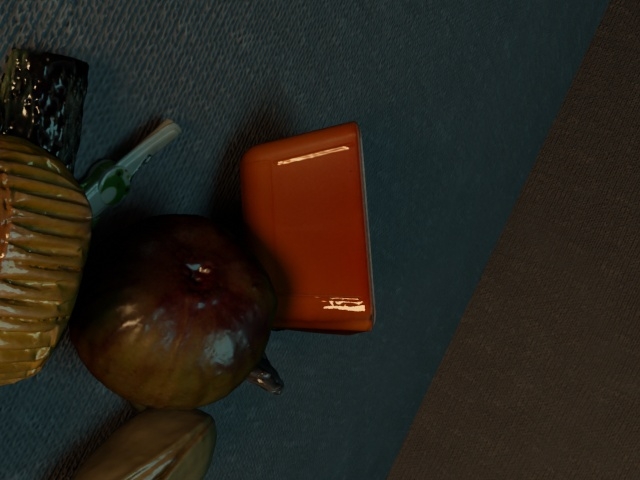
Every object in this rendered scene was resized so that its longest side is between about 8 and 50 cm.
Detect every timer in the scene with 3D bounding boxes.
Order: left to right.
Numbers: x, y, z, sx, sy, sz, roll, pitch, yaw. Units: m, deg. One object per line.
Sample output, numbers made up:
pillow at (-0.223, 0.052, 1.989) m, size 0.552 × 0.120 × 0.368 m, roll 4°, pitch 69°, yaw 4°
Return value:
timer at (0.000, 0.000, 0.972) m, size 0.250 × 0.161 × 0.258 m, roll 36°, pitch 49°, yaw -77°

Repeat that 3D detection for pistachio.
pistachio at (-0.223, 0.290, 0.910) m, size 0.226 × 0.135 × 0.136 m, roll -32°, pitch 139°, yaw -49°

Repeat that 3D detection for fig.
fig at (-0.184, 0.124, 0.811) m, size 0.217 × 0.217 × 0.321 m, roll -35°, pitch 163°, yaw -46°

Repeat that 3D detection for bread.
bread at (-0.267, 0.012, 0.527) m, size 0.104 × 0.199 × 0.199 m, roll 9°, pitch 104°, yaw -63°

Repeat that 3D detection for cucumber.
cucumber at (-0.244, -0.057, 0.618) m, size 0.078 × 0.062 × 0.211 m, roll 10°, pitch 97°, yaw -53°

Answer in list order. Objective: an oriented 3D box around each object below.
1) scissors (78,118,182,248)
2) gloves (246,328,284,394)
scissors at (-0.219, -0.058, 0.734) m, size 0.204 × 0.027 × 0.101 m, roll -50°, pitch 152°, yaw -25°
gloves at (-0.110, 0.106, 0.989) m, size 0.142 × 0.119 × 0.286 m, roll -41°, pitch 132°, yaw -27°
